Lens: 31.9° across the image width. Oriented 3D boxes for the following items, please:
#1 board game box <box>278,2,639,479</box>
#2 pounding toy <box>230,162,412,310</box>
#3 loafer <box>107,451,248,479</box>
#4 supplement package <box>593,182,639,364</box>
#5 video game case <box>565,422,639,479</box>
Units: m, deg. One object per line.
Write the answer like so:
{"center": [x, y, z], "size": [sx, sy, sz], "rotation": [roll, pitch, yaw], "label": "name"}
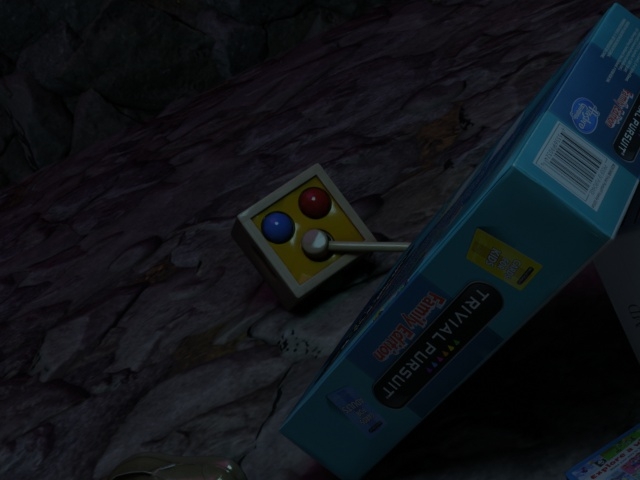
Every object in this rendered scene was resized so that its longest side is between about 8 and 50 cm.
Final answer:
{"center": [0.123, 0.009, 0.855], "size": [0.254, 0.079, 0.336], "rotation": [-51, -2, -46], "label": "board game box"}
{"center": [0.000, 0.000, 1.209], "size": [0.130, 0.141, 0.100], "rotation": [-35, -7, -17], "label": "pounding toy"}
{"center": [-0.131, 0.213, 0.950], "size": [0.148, 0.056, 0.050], "rotation": [-15, 18, 32], "label": "loafer"}
{"center": [0.329, -0.002, 0.759], "size": [0.244, 0.139, 0.134], "rotation": [-15, 23, 36], "label": "supplement package"}
{"center": [0.239, 0.150, 0.684], "size": [0.119, 0.015, 0.166], "rotation": [-31, 20, -8], "label": "video game case"}
